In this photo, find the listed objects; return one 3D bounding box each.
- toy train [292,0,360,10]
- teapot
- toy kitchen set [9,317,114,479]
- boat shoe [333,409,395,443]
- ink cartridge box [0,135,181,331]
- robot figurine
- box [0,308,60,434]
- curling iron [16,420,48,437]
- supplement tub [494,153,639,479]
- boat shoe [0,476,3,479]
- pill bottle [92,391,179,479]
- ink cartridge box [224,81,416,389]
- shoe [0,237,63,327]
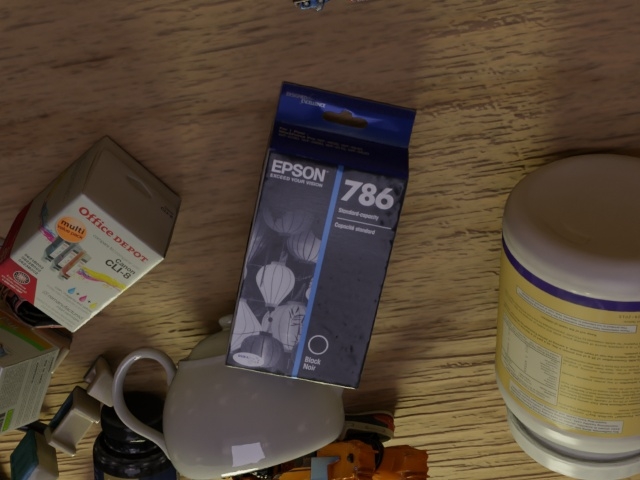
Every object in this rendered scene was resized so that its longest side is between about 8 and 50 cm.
[{"bbox_3d":[0.042,-0.269,1.090,0.158,0.027,0.036,-9,137,9],"label":"toy train"},{"bbox_3d":[-0.101,0.188,1.342,0.252,0.256,0.187,-16,89,53],"label":"teapot"},{"bbox_3d":[-0.399,0.219,1.426,0.166,0.122,0.207,37,89,-21],"label":"toy kitchen set"},{"bbox_3d":[0.040,0.275,1.488,0.137,0.043,0.049,-9,128,12],"label":"boat shoe"},{"bbox_3d":[-0.276,-0.007,1.240,0.176,0.127,0.128,-37,116,26],"label":"ink cartridge box"},{"bbox_3d":[-0.007,0.324,1.430,0.211,0.085,0.291,16,154,-43],"label":"robot figurine"},{"bbox_3d":[-0.449,0.144,1.310,0.203,0.103,0.114,28,109,21],"label":"box"},{"bbox_3d":[-0.519,0.248,1.498,0.274,0.035,0.068,13,90,-11],"label":"curling iron"},{"bbox_3d":[0.327,0.093,1.211,0.241,0.241,0.331,-1,127,4],"label":"supplement tub"},{"bbox_3d":[-0.598,0.407,1.590,0.254,0.095,0.079,-9,128,8],"label":"boat shoe"},{"bbox_3d":[-0.263,0.333,1.488,0.122,0.123,0.219,2,114,1],"label":"pill bottle"},{"bbox_3d":[-0.001,-0.002,1.193,0.165,0.065,0.333,10,103,-4],"label":"ink cartridge box"},{"bbox_3d":[-0.389,0.054,1.321,0.178,0.081,0.063,18,126,-10],"label":"shoe"}]
